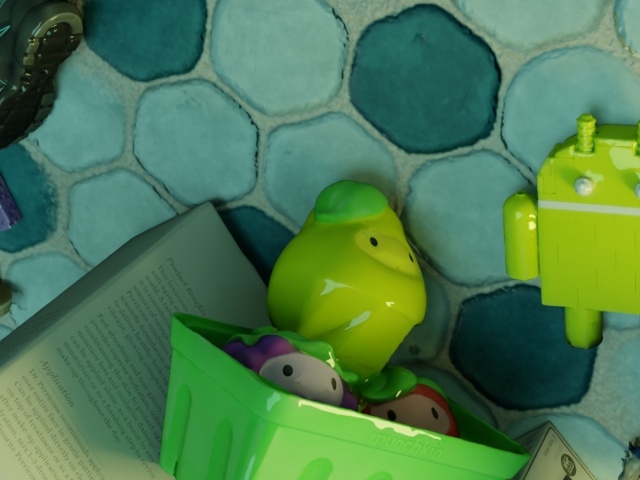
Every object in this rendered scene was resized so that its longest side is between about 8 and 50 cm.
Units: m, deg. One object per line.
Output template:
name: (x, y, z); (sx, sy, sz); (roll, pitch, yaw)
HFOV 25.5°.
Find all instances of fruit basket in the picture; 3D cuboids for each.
fruit basket: (0.034, 0.129, 1.520); (0.283, 0.392, 0.392); (30, 134, 55)

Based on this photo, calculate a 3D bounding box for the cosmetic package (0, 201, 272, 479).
cosmetic package: (-0.239, 0.171, 1.585); (0.161, 0.453, 0.230); (-21, 104, 42)

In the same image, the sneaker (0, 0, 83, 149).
sneaker: (-0.368, -0.212, 1.696); (0.106, 0.101, 0.267); (54, 129, 19)

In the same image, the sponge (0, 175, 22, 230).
sponge: (-0.480, -0.103, 1.829); (0.117, 0.031, 0.210); (-13, 109, 31)

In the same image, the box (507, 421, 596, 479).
box: (0.295, 0.374, 1.614); (0.087, 0.169, 0.290); (-35, 97, 35)

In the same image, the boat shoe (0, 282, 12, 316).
boat shoe: (-0.480, 0.084, 1.912); (0.170, 0.063, 0.059); (11, 122, 32)

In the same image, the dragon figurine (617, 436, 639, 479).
dragon figurine: (0.391, 0.186, 1.508); (0.085, 0.144, 0.289); (17, 113, 1)

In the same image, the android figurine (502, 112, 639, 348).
android figurine: (0.313, -0.006, 1.478); (0.248, 0.056, 0.273); (7, 120, 23)
